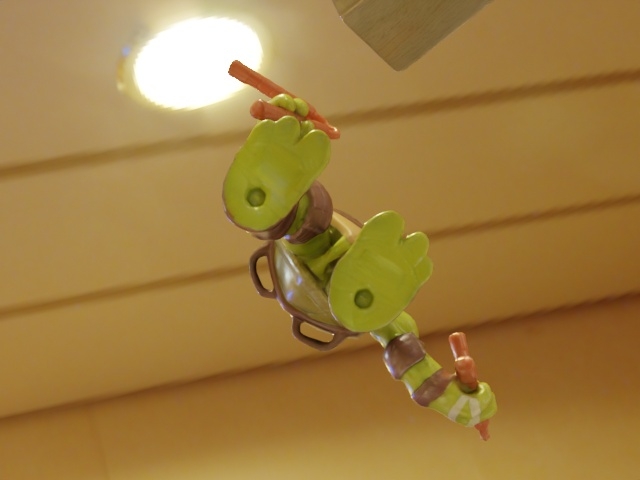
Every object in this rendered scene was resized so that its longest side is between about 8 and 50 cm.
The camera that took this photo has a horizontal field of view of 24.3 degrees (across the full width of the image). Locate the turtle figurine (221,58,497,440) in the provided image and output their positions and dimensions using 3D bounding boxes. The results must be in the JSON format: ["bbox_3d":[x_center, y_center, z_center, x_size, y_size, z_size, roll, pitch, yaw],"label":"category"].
[{"bbox_3d":[0.000,0.000,0.793,0.087,0.269,0.217,-32,-11,0],"label":"turtle figurine"}]

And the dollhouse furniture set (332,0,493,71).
[{"bbox_3d":[0.031,-0.194,0.676,0.144,0.123,0.151,-37,-45,17],"label":"dollhouse furniture set"}]
